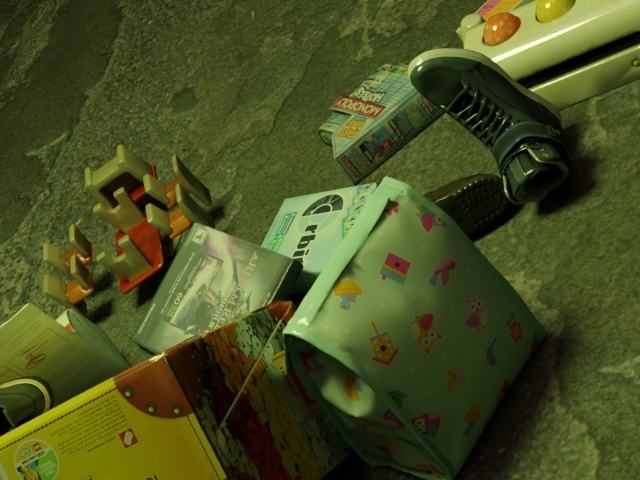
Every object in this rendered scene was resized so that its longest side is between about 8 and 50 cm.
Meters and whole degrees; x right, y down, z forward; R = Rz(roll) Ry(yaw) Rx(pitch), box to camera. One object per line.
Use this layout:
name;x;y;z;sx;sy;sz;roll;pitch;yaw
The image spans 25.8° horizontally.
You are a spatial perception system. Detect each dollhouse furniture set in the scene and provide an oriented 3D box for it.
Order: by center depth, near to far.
dollhouse furniture set;-0.285;-0.020;2.158;0.262;0.135;0.259;-33;38;15

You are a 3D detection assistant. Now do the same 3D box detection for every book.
book;0.278;-0.348;2.073;0.144;0.035;0.096;-44;28;-9

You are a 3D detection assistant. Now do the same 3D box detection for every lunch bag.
lunch bag;0.084;0.093;1.479;0.160;0.262;0.223;5;53;49

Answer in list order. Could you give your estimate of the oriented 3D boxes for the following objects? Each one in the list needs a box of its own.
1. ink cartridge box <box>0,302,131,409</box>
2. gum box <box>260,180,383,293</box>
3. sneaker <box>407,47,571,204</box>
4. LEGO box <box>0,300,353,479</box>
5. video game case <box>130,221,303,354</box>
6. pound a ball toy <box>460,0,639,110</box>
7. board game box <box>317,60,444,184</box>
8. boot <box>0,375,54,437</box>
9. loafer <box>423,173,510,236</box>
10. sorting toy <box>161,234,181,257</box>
ink cartridge box;-0.437;0.201;1.806;0.308;0.385;0.091;-40;69;-3
gum box;0.000;0.000;1.901;0.184;0.041;0.157;-10;42;40
sneaker;0.210;-0.138;1.698;0.086;0.226;0.163;-52;24;36
LEGO box;-0.252;0.275;1.497;0.500;0.193;0.372;-28;-3;17
video game case;-0.147;0.087;1.909;0.274;0.026;0.196;19;79;56
pound a ball toy;0.312;-0.291;1.858;0.319;0.135;0.208;-20;37;28
board game box;0.073;-0.176;2.036;0.194;0.060;0.194;-46;32;-13
boot;-0.410;0.215;1.568;0.198;0.076;0.137;-29;2;8
loafer;0.137;-0.019;1.764;0.220;0.080;0.078;-23;11;7
sorting toy;-0.252;0.019;2.168;0.062;0.012;0.083;-17;37;31
